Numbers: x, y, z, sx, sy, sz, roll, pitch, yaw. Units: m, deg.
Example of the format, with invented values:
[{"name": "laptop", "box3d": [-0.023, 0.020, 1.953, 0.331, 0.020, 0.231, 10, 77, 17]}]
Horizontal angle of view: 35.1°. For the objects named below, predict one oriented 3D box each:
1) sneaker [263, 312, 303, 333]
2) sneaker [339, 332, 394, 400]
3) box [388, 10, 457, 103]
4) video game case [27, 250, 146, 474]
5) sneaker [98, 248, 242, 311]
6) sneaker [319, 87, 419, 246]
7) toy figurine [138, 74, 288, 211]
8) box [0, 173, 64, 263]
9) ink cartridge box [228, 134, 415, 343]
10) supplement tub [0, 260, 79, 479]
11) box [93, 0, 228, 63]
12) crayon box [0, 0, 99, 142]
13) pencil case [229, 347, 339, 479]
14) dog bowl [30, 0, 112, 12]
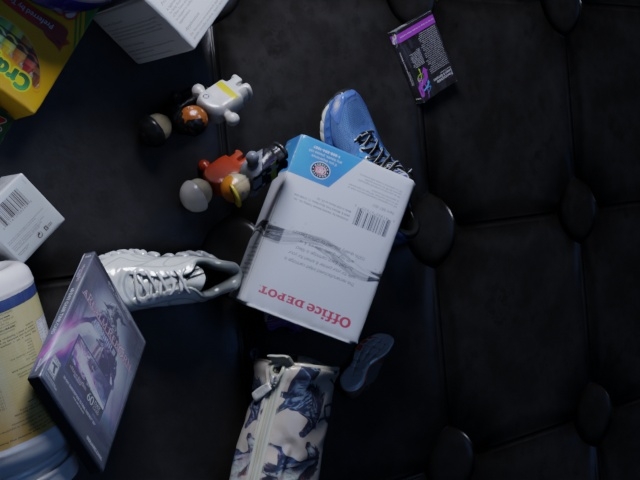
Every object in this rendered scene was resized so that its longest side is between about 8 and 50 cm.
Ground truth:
[{"name": "sneaker", "box3d": [-0.034, 0.139, 1.896, 0.170, 0.068, 0.071, 0, 104, -30]}, {"name": "sneaker", "box3d": [0.091, 0.250, 1.997, 0.158, 0.061, 0.065, -46, 143, -29]}, {"name": "box", "box3d": [0.215, -0.383, 2.116, 0.116, 0.029, 0.162, -35, 109, -33]}, {"name": "video game case", "box3d": [-0.335, 0.174, 1.488, 0.274, 0.026, 0.196, -80, 154, -53]}, {"name": "sneaker", "box3d": [-0.263, 0.065, 1.671, 0.292, 0.118, 0.110, -8, 96, -37]}, {"name": "sneaker", "box3d": [0.113, -0.142, 1.954, 0.130, 0.147, 0.330, -35, 109, -34]}, {"name": "toy figurine", "box3d": [-0.181, -0.156, 1.682, 0.148, 0.209, 0.213, -38, 111, -27]}, {"name": "box", "box3d": [-0.467, -0.031, 1.528, 0.102, 0.087, 0.101, 52, 60, -26]}, {"name": "ink cartridge box", "box3d": [0.000, 0.000, 1.783, 0.223, 0.129, 0.307, 22, 84, -15]}, {"name": "supplement tub", "box3d": [-0.478, 0.207, 1.424, 0.228, 0.228, 0.316, -22, 103, -37]}, {"name": "box", "box3d": [-0.246, -0.402, 1.652, 0.119, 0.182, 0.181, 45, 63, -31]}, {"name": "crayon box", "box3d": [-0.475, -0.329, 1.533, 0.202, 0.081, 0.318, 37, 68, -32]}, {"name": "pencil case", "box3d": [-0.085, 0.400, 1.773, 0.183, 0.160, 0.410, 26, 73, -52]}, {"name": "dog bowl", "box3d": [-0.369, -0.478, 1.505, 0.265, 0.104, 0.265, 4, 83, -39]}]
